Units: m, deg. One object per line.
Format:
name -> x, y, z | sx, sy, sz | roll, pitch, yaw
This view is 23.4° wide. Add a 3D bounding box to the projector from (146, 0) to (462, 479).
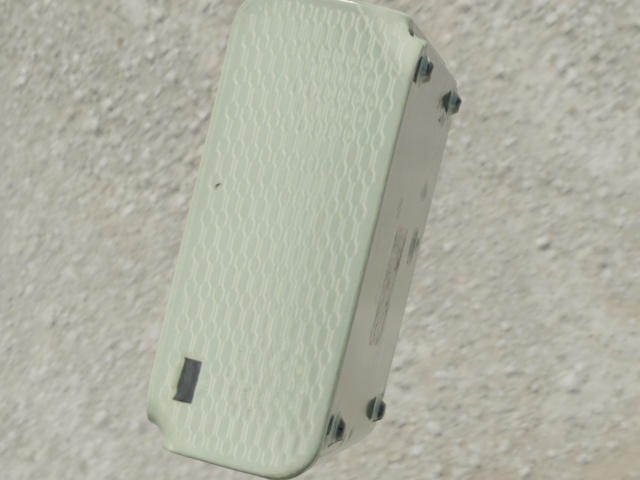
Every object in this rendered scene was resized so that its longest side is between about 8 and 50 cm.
projector -> 0.000, 0.000, 0.878 | 0.108, 0.198, 0.250 | 13, 90, 11
